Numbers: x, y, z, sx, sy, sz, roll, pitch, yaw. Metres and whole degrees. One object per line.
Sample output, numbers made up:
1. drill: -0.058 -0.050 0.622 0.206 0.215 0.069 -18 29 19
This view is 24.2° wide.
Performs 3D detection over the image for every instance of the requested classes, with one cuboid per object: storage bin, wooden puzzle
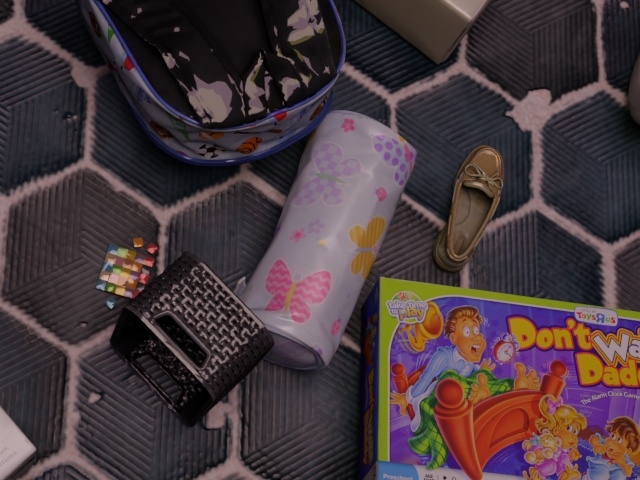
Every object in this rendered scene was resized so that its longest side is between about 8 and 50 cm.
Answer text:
1. storage bin: -0.127 0.098 1.445 0.122 0.180 0.084 46 70 3
2. wooden puzzle: -0.201 0.033 1.541 0.049 0.006 0.083 18 70 -7

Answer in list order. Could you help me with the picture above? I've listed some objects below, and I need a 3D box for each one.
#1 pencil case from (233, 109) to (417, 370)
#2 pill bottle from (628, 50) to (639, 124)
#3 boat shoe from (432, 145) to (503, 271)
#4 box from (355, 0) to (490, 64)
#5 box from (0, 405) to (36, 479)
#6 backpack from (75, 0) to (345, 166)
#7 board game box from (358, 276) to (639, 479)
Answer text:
1. pencil case: 0.000 0.000 1.542 0.124 0.113 0.273 11 66 35
2. pill bottle: 0.533 -0.159 1.672 0.334 0.188 0.188 21 70 -7
3. boat shoe: 0.166 -0.039 1.625 0.056 0.048 0.153 28 70 -4
4. box: 0.064 -0.357 1.658 0.311 0.121 0.148 36 68 0
5. box: -0.391 0.193 1.389 0.181 0.119 0.182 -40 85 -20
6. backpack: -0.107 -0.207 1.526 0.276 0.213 0.263 -23 67 -12
7. board game box: 0.215 0.178 1.533 0.347 0.078 0.233 8 60 -11
